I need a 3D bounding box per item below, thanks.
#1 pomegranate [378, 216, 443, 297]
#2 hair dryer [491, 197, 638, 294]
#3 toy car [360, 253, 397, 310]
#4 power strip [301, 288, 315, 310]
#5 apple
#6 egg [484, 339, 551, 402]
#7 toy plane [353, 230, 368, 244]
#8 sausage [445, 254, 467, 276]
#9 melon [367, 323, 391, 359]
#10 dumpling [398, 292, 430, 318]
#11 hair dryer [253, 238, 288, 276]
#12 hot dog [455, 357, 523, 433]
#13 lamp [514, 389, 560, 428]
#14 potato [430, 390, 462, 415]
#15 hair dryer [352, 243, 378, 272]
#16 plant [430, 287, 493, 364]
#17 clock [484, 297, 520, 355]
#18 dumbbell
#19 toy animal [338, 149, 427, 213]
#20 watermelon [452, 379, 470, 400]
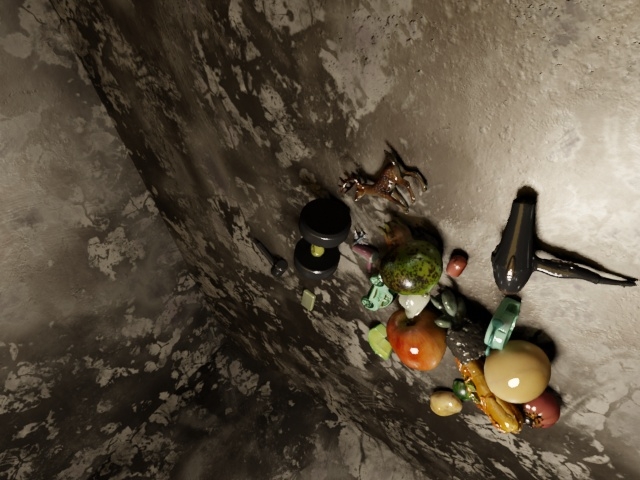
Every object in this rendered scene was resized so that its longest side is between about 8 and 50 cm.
[{"bbox_3d":[0.311,0.060,1.462,0.222,0.276,0.204,-27,145,30],"label":"pomegranate"},{"bbox_3d":[0.662,0.044,1.135,0.360,0.120,0.303,14,123,25],"label":"hair dryer"},{"bbox_3d":[0.261,0.178,1.676,0.125,0.136,0.305,29,144,10],"label":"toy car"},{"bbox_3d":[-0.069,0.335,2.325,0.076,0.028,0.168,35,145,16],"label":"power strip"},{"bbox_3d":[0.389,0.400,1.687,0.242,0.242,0.241,12,137,42],"label":"apple"},{"bbox_3d":[0.680,0.444,1.432,0.201,0.201,0.244,34,145,17],"label":"egg"},{"bbox_3d":[0.158,-0.006,1.676,0.078,0.031,0.083,46,147,0],"label":"toy plane"},{"bbox_3d":[0.459,0.086,1.410,0.054,0.059,0.094,39,150,22],"label":"sausage"},{"bbox_3d":[0.298,0.489,2.053,0.118,0.064,0.209,26,141,30],"label":"melon"},{"bbox_3d":[0.351,0.197,1.617,0.111,0.155,0.181,25,113,-22],"label":"dumpling"},{"bbox_3d":[-0.275,0.080,2.256,0.248,0.071,0.114,52,150,5],"label":"hair dryer"},{"bbox_3d":[0.621,0.567,1.574,0.158,0.117,0.348,38,-163,-48],"label":"hot dog"},{"bbox_3d":[0.797,0.628,1.566,0.182,0.140,0.182,25,140,24],"label":"lamp"},{"bbox_3d":[0.597,0.780,1.996,0.178,0.109,0.118,-40,72,53],"label":"potato"},{"bbox_3d":[0.193,0.084,1.729,0.106,0.054,0.154,25,148,37],"label":"hair dryer"},{"bbox_3d":[0.495,0.305,1.507,0.274,0.149,0.146,63,162,15],"label":"plant"},{"bbox_3d":[0.593,0.292,1.371,0.060,0.188,0.148,24,145,32],"label":"clock"},{"bbox_3d":[0.000,0.000,1.702,0.204,0.204,0.322,36,147,15],"label":"dumbbell"},{"bbox_3d":[0.204,-0.191,1.391,0.260,0.087,0.243,41,134,9],"label":"toy animal"},{"bbox_3d":[0.639,0.681,1.878,0.106,0.062,0.105,33,151,21],"label":"watermelon"}]
